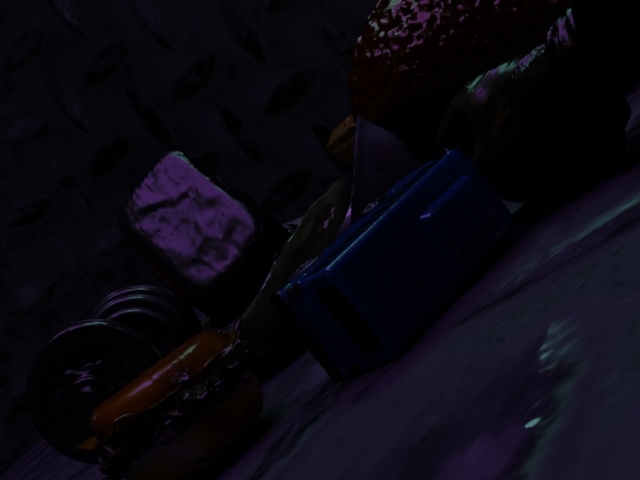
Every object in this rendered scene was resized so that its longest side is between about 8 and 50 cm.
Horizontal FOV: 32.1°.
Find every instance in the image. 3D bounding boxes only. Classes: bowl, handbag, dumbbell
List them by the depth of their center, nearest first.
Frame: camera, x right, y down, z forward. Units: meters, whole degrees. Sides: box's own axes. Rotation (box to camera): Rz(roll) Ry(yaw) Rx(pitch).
[{"bbox_3d":[0.075,-0.039,1.190,0.086,0.189,0.189,2,7,3],"label":"bowl"},{"bbox_3d":[-0.255,0.163,1.444,0.179,0.179,0.406,-38,3,5],"label":"dumbbell"},{"bbox_3d":[-0.138,0.011,1.507,0.181,0.254,0.181,-53,-37,-2],"label":"handbag"}]

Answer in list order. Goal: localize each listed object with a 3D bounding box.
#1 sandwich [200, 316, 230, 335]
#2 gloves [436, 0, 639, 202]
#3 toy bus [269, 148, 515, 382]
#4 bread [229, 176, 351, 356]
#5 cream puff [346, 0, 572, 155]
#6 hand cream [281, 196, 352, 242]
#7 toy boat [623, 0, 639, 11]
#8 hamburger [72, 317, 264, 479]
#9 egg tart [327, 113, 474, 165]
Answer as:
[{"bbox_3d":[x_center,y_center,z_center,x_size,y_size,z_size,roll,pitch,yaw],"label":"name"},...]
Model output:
[{"bbox_3d":[-0.254,0.223,1.720,0.245,0.063,0.212,-38,7,16],"label":"sandwich"},{"bbox_3d":[0.171,-0.091,0.877,0.268,0.135,0.107,119,175,-68],"label":"gloves"},{"bbox_3d":[0.063,0.014,0.846,0.185,0.090,0.106,-43,6,-35],"label":"toy bus"},{"bbox_3d":[-0.050,0.062,1.248,0.301,0.045,0.301,-56,0,0],"label":"bread"},{"bbox_3d":[0.175,-0.219,1.269,0.303,0.212,0.303,-12,-12,-3],"label":"cream puff"},{"bbox_3d":[0.000,0.000,1.624,0.359,0.118,0.185,-31,-2,18],"label":"hand cream"},{"bbox_3d":[0.352,-0.333,1.415,0.215,0.123,0.330,-38,-19,-7],"label":"toy boat"},{"bbox_3d":[-0.116,0.145,0.920,0.164,0.093,0.189,-37,4,-20],"label":"hamburger"},{"bbox_3d":[0.155,-0.161,1.659,0.294,0.123,0.294,-19,-6,-2],"label":"egg tart"}]
